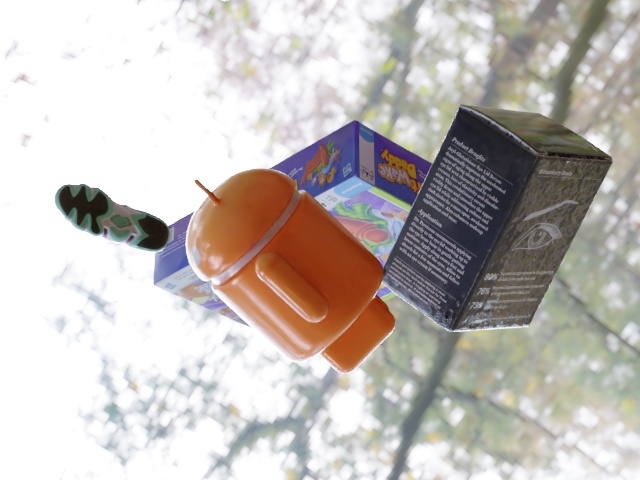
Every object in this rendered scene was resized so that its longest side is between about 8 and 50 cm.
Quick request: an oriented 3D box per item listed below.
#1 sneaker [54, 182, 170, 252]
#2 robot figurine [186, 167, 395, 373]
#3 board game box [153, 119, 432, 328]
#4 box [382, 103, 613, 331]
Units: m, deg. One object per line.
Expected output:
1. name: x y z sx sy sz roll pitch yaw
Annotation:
1. sneaker: -0.174 -0.016 1.382 0.098 0.038 0.069 27 171 -19
2. robot figurine: -0.032 0.023 1.570 0.219 0.128 0.158 44 -137 -12
3. board game box: 0.000 0.000 2.061 0.233 0.347 0.078 26 -129 -37
4. box: 0.177 -0.022 1.737 0.108 0.207 0.153 36 -160 33
